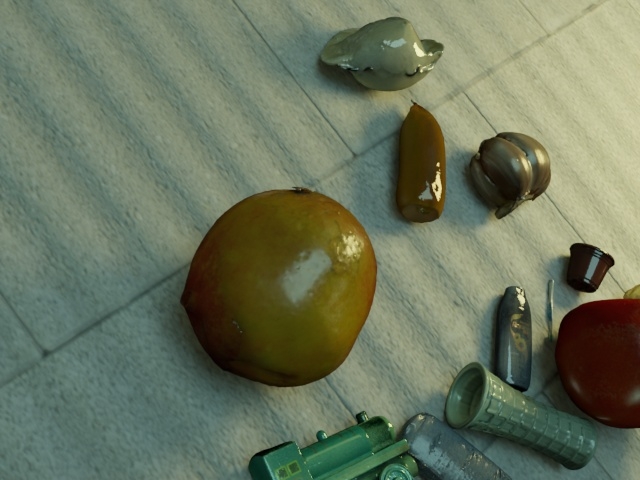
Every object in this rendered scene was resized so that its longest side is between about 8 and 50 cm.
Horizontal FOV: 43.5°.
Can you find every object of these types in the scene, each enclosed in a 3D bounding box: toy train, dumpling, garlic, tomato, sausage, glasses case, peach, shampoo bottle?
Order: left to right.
[{"bbox_3d":[-0.068,0.087,1.451,0.372,0.289,0.373,-12,109,-41],"label":"peach"},{"bbox_3d":[0.031,0.426,1.452,0.298,0.120,0.194,-18,71,-30],"label":"toy train"},{"bbox_3d":[0.141,-0.459,1.890,0.243,0.175,0.227,21,30,-30],"label":"dumpling"},{"bbox_3d":[0.230,-0.196,1.833,0.112,0.112,0.328,14,60,-18],"label":"sausage"},{"bbox_3d":[0.272,0.451,1.577,0.282,0.067,0.109,40,55,-5],"label":"glasses case"},{"bbox_3d":[0.425,0.214,1.763,0.087,0.049,0.234,19,61,-18],"label":"shampoo bottle"},{"bbox_3d":[0.467,-0.175,1.895,0.214,0.160,0.191,-22,83,-27],"label":"garlic"},{"bbox_3d":[0.674,0.257,1.716,0.325,0.290,0.293,7,64,-28],"label":"tomato"}]

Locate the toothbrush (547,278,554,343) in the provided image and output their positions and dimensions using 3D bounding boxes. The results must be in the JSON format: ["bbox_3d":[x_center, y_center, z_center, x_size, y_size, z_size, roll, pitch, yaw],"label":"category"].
[{"bbox_3d":[0.535,0.163,1.859,0.017,0.014,0.162,31,56,-31],"label":"toothbrush"}]

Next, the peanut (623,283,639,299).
[{"bbox_3d":[0.861,0.204,1.923,0.305,0.147,0.147,21,60,-9],"label":"peanut"}]

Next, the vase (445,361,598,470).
[{"bbox_3d":[0.417,0.371,1.642,0.298,0.143,0.143,25,59,-15],"label":"vase"}]

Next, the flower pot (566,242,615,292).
[{"bbox_3d":[0.629,0.071,1.900,0.111,0.111,0.089,30,74,-9],"label":"flower pot"}]
